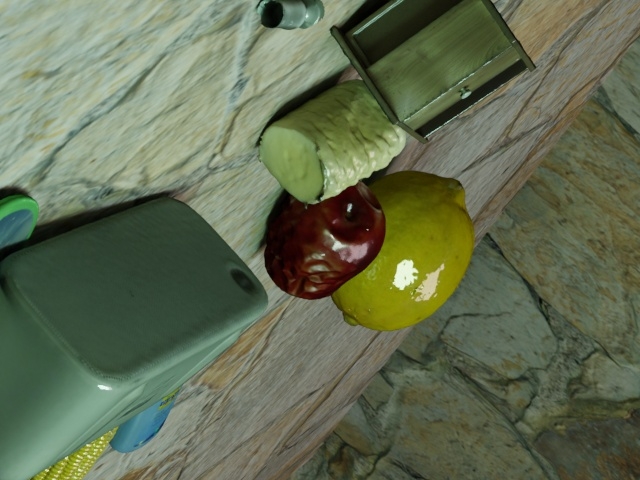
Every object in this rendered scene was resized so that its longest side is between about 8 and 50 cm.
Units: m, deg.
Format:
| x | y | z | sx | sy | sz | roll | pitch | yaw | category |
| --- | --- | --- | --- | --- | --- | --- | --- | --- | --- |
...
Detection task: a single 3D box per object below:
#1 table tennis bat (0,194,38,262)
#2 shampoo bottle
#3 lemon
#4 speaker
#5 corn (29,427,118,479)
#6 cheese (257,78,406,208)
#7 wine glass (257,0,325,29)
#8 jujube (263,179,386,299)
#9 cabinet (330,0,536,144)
| x | y | z | sx | sy | sz | roll | pitch | yaw | category |
| --- | --- | --- | --- | --- | --- | --- | --- | --- | --- |
| -0.320 | 0.010 | 1.387 | 0.160 | 0.039 | 0.257 | -47 | 171 | -10 | table tennis bat |
| -0.244 | 0.219 | 2.280 | 0.104 | 0.061 | 0.258 | -37 | 164 | -38 | shampoo bottle |
| 0.125 | 0.017 | 2.496 | 0.263 | 0.236 | 0.236 | -31 | 164 | -17 | lemon |
| -0.232 | 0.102 | 1.623 | 0.184 | 0.183 | 0.406 | -45 | 173 | 23 | speaker |
| -0.346 | 0.284 | 2.054 | 0.244 | 0.093 | 0.093 | -54 | 166 | 30 | corn |
| 0.017 | -0.125 | 1.914 | 0.167 | 0.123 | 0.094 | -33 | 158 | -42 | cheese |
| -0.031 | -0.234 | 1.583 | 0.083 | 0.042 | 0.039 | -16 | 118 | -64 | wine glass |
| 0.000 | 0.000 | 2.204 | 0.155 | 0.155 | 0.230 | -38 | 170 | -36 | jujube |
| 0.143 | -0.227 | 1.865 | 0.175 | 0.148 | 0.215 | -34 | 169 | 10 | cabinet |
